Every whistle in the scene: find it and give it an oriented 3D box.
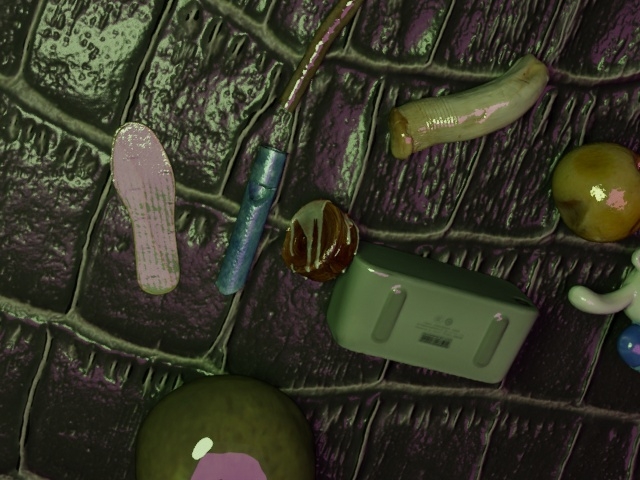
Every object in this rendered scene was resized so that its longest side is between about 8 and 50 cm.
[{"bbox_3d":[-0.136,-0.037,1.542,0.062,0.062,0.304,17,101,-15],"label":"whistle"}]

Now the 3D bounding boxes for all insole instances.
[{"bbox_3d":[-0.335,-0.058,1.523,0.119,0.009,0.348,-8,107,-10],"label":"insole"}]

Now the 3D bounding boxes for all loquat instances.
[{"bbox_3d":[0.570,-0.096,1.594,0.213,0.213,0.213,-3,106,-10],"label":"loquat"}]

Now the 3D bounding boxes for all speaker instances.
[{"bbox_3d":[0.222,0.149,1.605,0.406,0.183,0.184,15,108,-14],"label":"speaker"}]

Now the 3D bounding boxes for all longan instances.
[{"bbox_3d":[-0.182,0.433,1.525,0.361,0.361,0.361,-3,106,-10],"label":"longan"}]

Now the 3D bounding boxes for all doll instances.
[{"bbox_3d":[0.771,0.180,1.713,0.376,0.187,0.366,-21,102,15],"label":"doll"}]

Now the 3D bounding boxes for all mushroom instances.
[{"bbox_3d":[0.294,-0.260,1.549,0.351,0.095,0.123,-23,91,-6],"label":"mushroom"}]

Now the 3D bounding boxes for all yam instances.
[{"bbox_3d":[0.017,-0.390,1.483,0.045,0.045,0.327,35,100,16],"label":"yam"}]

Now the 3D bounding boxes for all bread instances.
[{"bbox_3d":[0.000,0.000,1.528,0.073,0.160,0.160,29,99,-40],"label":"bread"}]
